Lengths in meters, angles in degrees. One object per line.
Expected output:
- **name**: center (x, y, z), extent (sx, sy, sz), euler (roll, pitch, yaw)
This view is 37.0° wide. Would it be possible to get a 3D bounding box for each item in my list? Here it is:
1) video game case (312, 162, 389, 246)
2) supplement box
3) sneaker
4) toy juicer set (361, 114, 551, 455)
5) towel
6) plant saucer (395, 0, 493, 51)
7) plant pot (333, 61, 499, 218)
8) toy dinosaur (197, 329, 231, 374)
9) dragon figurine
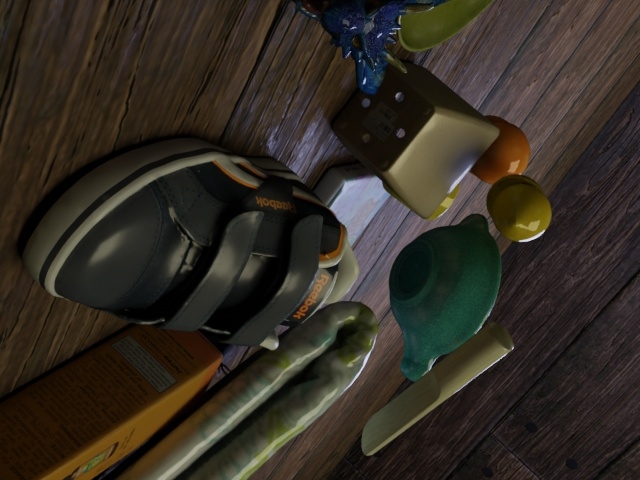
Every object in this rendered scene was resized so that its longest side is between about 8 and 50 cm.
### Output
- **video game case**: center (0.000, 0.000, 1.053), extent (0.212, 0.023, 0.193), euler (-54, 165, 22)
- **supplement box**: center (-0.188, 0.142, 0.776), extent (0.233, 0.080, 0.078), euler (-33, 159, -49)
- **sneaker**: center (-0.063, 0.008, 0.691), extent (0.126, 0.127, 0.321), euler (-52, 164, 21)
- **toy juicer set**: center (0.141, 0.034, 0.901), extent (0.209, 0.089, 0.329), euler (-27, -133, 47)
- **towel**: center (-0.116, 0.214, 0.971), extent (0.374, 0.090, 0.320), euler (-39, 180, -17)
- **plant saucer**: center (0.129, -0.253, 0.733), extent (0.241, 0.037, 0.241), euler (-44, 166, -14)
- **plant pot**: center (0.076, -0.100, 0.866), extent (0.109, 0.109, 0.096), euler (-51, 153, 12)
- **toy dinosaur**: center (-0.123, 0.100, 0.972), extent (0.082, 0.047, 0.090), euler (-41, 133, 7)
- **dragon figurine**: center (0.024, -0.136, 0.519), extent (0.085, 0.144, 0.289), euler (-50, 166, 9)
